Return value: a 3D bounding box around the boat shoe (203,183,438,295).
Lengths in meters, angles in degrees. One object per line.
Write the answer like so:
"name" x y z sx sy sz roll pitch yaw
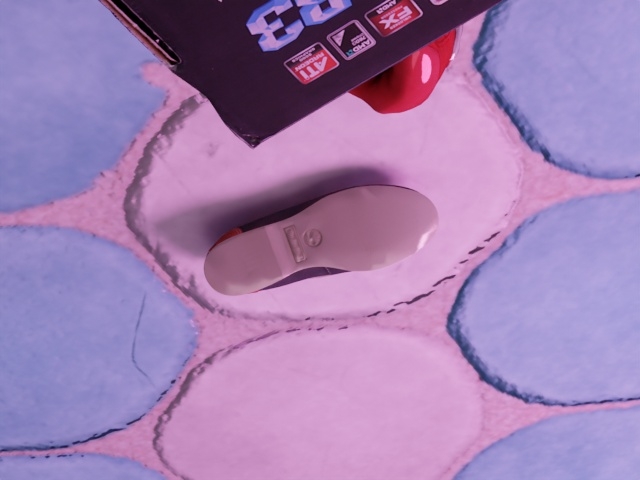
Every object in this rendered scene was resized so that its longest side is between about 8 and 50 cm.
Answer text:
"boat shoe" 0.000 0.000 0.975 0.137 0.049 0.043 -17 -179 4

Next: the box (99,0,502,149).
"box" 0.013 -0.195 0.520 0.295 0.073 0.293 -29 137 18

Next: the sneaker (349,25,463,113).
"sneaker" -0.064 -0.130 0.742 0.279 0.118 0.107 15 135 -12
